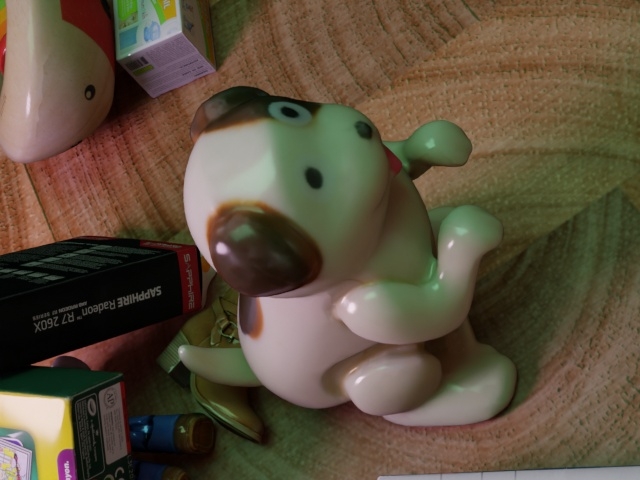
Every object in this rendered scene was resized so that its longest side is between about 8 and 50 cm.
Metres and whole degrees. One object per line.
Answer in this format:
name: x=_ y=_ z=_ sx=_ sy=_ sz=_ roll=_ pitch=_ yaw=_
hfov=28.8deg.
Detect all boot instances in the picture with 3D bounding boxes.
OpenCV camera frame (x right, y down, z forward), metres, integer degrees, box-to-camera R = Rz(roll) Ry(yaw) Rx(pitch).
boot: x=-0.098 y=0.143 z=1.527 sx=0.152 sy=0.073 sz=0.197 roll=-46 pitch=56 yaw=-9

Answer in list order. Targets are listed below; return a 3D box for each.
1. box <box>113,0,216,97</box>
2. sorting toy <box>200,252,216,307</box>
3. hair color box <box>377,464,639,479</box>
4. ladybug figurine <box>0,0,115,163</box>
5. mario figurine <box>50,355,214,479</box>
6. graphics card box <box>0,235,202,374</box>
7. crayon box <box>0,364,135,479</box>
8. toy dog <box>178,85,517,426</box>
box: x=-0.234 y=-0.334 z=1.845 sx=0.114 sy=0.103 sz=0.203 roll=-21 pitch=56 yaw=16
sorting toy: x=-0.179 y=0.058 z=1.642 sx=0.083 sy=0.045 sz=0.075 roll=-10 pitch=78 yaw=22
hair color box: x=0.227 y=0.323 z=1.232 sx=0.347 sy=0.105 sz=0.174 roll=-7 pitch=60 yaw=24
ladybug figurine: x=-0.405 y=-0.305 z=1.838 sx=0.162 sy=0.305 sz=0.449 roll=1 pitch=49 yaw=-24
mario figurine: x=-0.289 y=0.261 z=1.553 sx=0.320 sy=0.170 sz=0.198 roll=7 pitch=30 yaw=19
graphics card box: x=-0.351 y=0.073 z=1.515 sx=0.233 sy=0.371 sz=0.094 roll=5 pitch=102 yaw=37
crayon box: x=-0.358 y=0.324 z=1.418 sx=0.313 sy=0.106 sz=0.363 roll=2 pitch=102 yaw=29
toy dog: x=0.000 y=0.000 z=1.323 sx=0.395 sy=0.408 sz=0.284 roll=-9 pitch=57 yaw=14
